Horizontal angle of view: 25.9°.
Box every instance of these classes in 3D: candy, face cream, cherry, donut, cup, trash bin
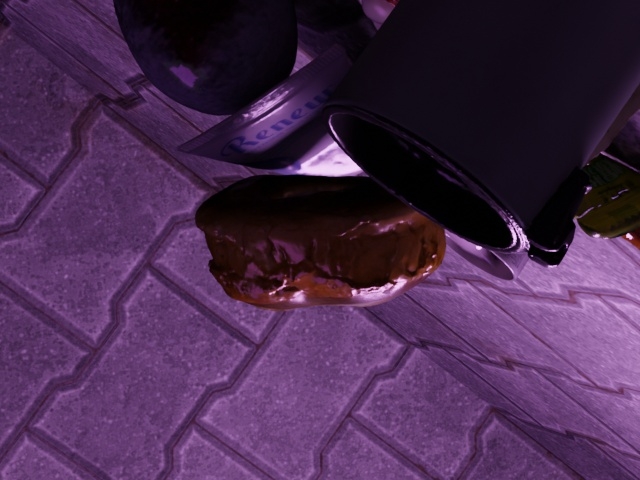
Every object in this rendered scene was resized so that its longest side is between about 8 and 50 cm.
[{"bbox_3d":[0.272,-0.076,1.625,0.246,0.149,0.069,22,127,41],"label":"candy"},{"bbox_3d":[-0.015,-0.164,1.826,0.137,0.235,0.420,63,-165,10],"label":"face cream"},{"bbox_3d":[-0.139,-0.280,1.764,0.255,0.218,0.296,49,-179,17],"label":"cherry"},{"bbox_3d":[0.000,0.000,1.753,0.330,0.159,0.330,-1,-173,0],"label":"donut"},{"bbox_3d":[0.252,-0.029,1.835,0.173,0.142,0.134,40,168,-23],"label":"cup"},{"bbox_3d":[0.160,-0.154,1.220,0.277,0.262,0.217,34,170,14],"label":"trash bin"}]

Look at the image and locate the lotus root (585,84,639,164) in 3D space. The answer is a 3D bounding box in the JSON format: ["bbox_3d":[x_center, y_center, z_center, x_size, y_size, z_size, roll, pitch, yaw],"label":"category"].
[{"bbox_3d":[0.257,-0.125,1.414,0.070,0.144,0.143,45,160,-7],"label":"lotus root"}]

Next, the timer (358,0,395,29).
[{"bbox_3d":[0.108,-0.202,1.594,0.175,0.175,0.266,23,148,50],"label":"timer"}]

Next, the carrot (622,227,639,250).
[{"bbox_3d":[0.383,-0.013,1.649,0.048,0.048,0.139,29,-176,32],"label":"carrot"}]

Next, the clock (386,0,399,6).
[{"bbox_3d":[0.062,-0.305,1.431,0.155,0.061,0.113,36,166,20],"label":"clock"}]
